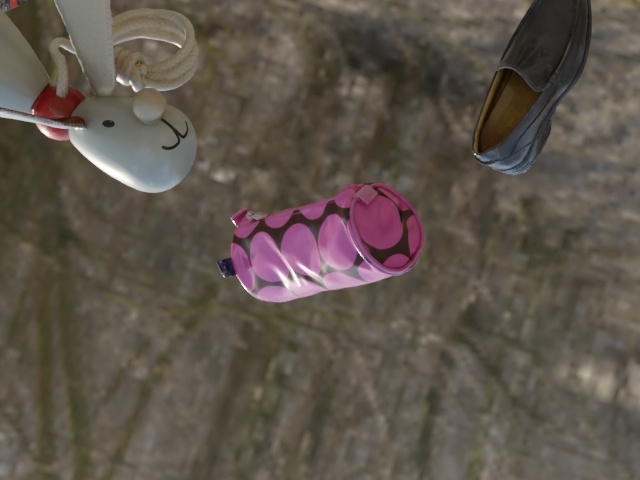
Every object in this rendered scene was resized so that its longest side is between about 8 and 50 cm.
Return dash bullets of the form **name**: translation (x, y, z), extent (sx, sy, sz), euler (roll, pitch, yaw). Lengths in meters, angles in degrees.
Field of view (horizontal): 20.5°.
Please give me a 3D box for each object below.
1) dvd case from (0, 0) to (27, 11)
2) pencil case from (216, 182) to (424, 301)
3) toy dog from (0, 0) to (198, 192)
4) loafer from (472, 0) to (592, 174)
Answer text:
- **dvd case**: translation (-0.300, -0.248, 1.612), extent (0.013, 0.087, 0.119), euler (5, -160, 15)
- **pencil case**: translation (0.000, 0.000, 1.640), extent (0.095, 0.098, 0.209), euler (-28, -172, -39)
- **toy dog**: translation (-0.254, -0.165, 1.398), extent (0.334, 0.220, 0.161), euler (8, 142, -2)
- **loafer**: translation (0.171, -0.135, 1.434), extent (0.062, 0.170, 0.061), euler (22, -171, 29)
